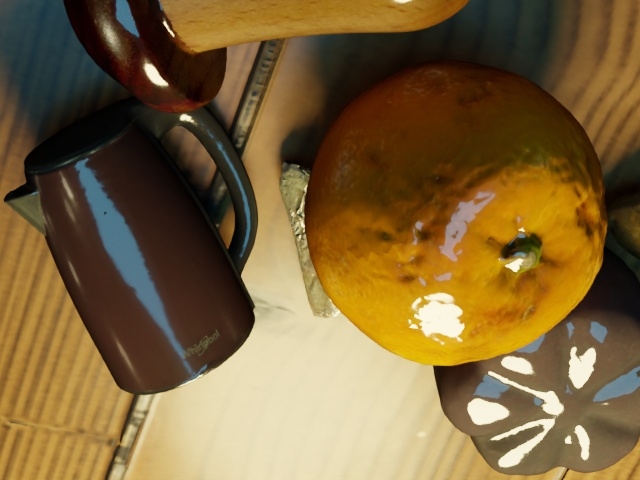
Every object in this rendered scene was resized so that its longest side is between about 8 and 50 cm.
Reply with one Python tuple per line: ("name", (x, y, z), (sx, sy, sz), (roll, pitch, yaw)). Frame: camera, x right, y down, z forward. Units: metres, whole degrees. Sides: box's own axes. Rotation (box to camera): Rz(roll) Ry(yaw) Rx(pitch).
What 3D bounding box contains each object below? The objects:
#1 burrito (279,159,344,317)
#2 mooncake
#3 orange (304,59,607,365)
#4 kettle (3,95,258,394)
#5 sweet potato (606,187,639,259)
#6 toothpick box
("burrito", (-0.001, 0.001, 0.936), (0.051, 0.042, 0.171), (1, 115, 24))
("mooncake", (0.237, 0.125, 0.991), (0.245, 0.133, 0.245), (-1, 121, -2))
("orange", (0.113, -0.023, 0.833), (0.261, 0.261, 0.261), (-3, 116, -7))
("kettle", (-0.147, -0.009, 0.865), (0.202, 0.144, 0.232), (-30, 115, -15))
("sweet potato", (0.401, 0.020, 0.996), (0.273, 0.075, 0.075), (26, 110, -24))
("toothpick box", (-0.045, -0.205, 0.718), (0.294, 0.192, 0.192), (-9, 119, 18))
